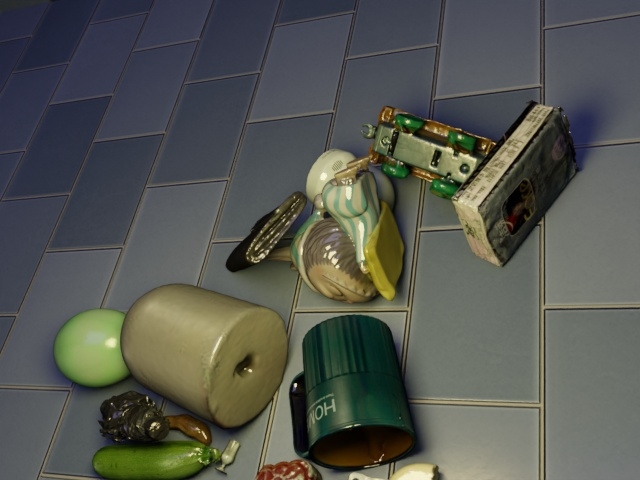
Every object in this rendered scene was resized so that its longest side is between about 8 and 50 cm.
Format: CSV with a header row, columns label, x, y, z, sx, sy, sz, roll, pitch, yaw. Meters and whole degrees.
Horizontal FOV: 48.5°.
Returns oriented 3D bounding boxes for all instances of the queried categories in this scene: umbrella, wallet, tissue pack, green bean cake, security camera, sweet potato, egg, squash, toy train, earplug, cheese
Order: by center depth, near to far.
label,x,y,z,sx,sy,sz,roll,pitch,yaw
cheese,0.176,0.576,1.555,0.248,0.071,0.163,-13,52,15
green bean cake,-0.090,0.626,1.620,0.198,0.097,0.233,-13,53,16
tissue pack,0.498,-0.142,1.808,0.122,0.259,0.361,27,69,42
squash,-0.424,0.562,1.811,0.378,0.101,0.101,-10,53,18
umbrella,-0.455,0.464,1.825,0.336,0.128,0.154,-7,7,46
earplug,-0.328,0.278,1.838,0.394,0.313,0.313,13,63,33
sweet potato,-0.357,0.484,1.867,0.182,0.054,0.053,10,52,32
wallet,-0.159,-0.015,1.963,0.228,0.062,0.406,-53,9,-14
toy train,0.320,-0.249,1.986,0.429,0.249,0.178,23,111,19
egg,-0.619,0.302,2.002,0.269,0.220,0.220,-7,54,15
security camera,0.100,-0.139,2.026,0.236,0.194,0.194,30,72,32

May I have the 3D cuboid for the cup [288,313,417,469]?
label,x,y,z,sx,sy,sz,roll,pitch,yaw
cup,0.072,0.367,1.677,0.242,0.308,0.292,3,51,-13

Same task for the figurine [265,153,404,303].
label,x,y,z,sx,sy,sz,roll,pitch,yaw
figurine,0.000,0.000,1.864,0.377,0.362,0.266,-12,15,22

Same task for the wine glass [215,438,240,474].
label,x,y,z,sx,sy,sz,roll,pitch,yaw
wine glass,-0.231,0.541,1.779,0.039,0.042,0.083,27,65,4
